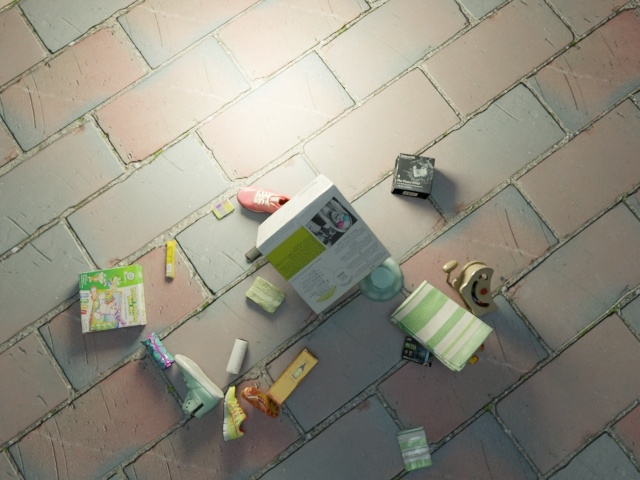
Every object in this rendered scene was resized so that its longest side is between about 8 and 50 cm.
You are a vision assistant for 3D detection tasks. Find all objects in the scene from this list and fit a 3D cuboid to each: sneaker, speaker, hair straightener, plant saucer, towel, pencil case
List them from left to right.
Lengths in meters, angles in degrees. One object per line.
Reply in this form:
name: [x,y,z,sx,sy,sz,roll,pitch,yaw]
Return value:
pencil case: [-0.651,0.446,1.789,0.064,0.070,0.152,-37,84,-29]
sneaker: [-0.521,0.580,1.757,0.256,0.094,0.151,44,87,7]
towel: [-0.414,-0.135,1.905,0.083,0.009,0.060,-37,84,-4]
sneaker: [-0.336,0.676,1.755,0.094,0.081,0.209,0,87,-7]
speaker: [-0.332,0.464,1.791,0.055,0.055,0.136,16,82,3]
sneaker: [-0.236,0.640,1.768,0.175,0.067,0.064,42,50,-7]
towel: [-0.226,0.225,1.840,0.148,0.027,0.110,34,82,5]
hair straightener: [-0.211,0.011,1.844,0.230,0.089,0.047,-35,101,-7]
sneaker: [-0.198,-0.168,1.844,0.313,0.136,0.116,15,81,3]
plant saucer: [0.248,0.155,1.843,0.194,0.037,0.195,0,82,0]
towel: [0.369,0.817,1.749,0.113,0.023,0.152,-13,82,-1]
towel: [0.469,0.326,1.740,0.324,0.038,0.247,37,62,25]

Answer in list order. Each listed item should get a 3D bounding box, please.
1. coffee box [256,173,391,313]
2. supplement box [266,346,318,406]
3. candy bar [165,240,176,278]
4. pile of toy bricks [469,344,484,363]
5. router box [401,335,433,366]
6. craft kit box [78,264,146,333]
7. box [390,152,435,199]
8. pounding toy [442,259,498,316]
coffee box: [0.000,0.000,1.647,0.338,0.338,0.334,-40,105,5]
supplement box: [-0.110,0.538,1.768,0.078,0.080,0.233,41,85,5]
candy bar: [-0.629,0.080,1.869,0.040,0.018,0.162,-1,82,4]
pile of toy bricks: [0.538,0.412,1.748,0.212,0.105,0.118,35,118,6]
router box: [0.388,0.438,1.763,0.122,0.038,0.092,6,77,46]
craft kit box: [-0.854,0.240,1.831,0.246,0.061,0.250,-9,82,-4]
box: [0.389,-0.271,1.878,0.155,0.093,0.159,9,80,2]
pounding toy: [0.606,0.161,1.790,0.154,0.155,0.270,-36,112,1]
